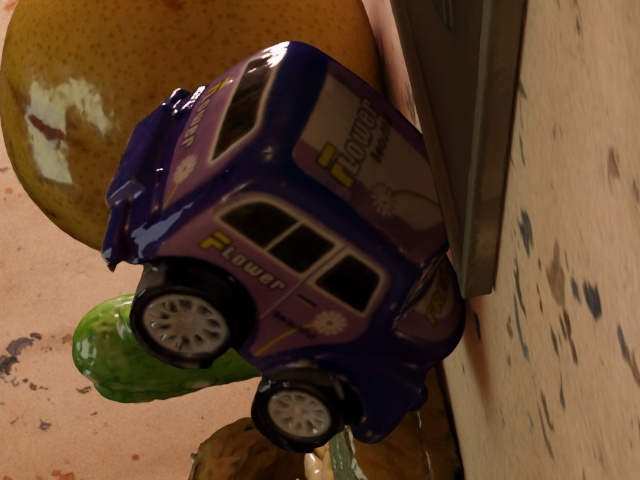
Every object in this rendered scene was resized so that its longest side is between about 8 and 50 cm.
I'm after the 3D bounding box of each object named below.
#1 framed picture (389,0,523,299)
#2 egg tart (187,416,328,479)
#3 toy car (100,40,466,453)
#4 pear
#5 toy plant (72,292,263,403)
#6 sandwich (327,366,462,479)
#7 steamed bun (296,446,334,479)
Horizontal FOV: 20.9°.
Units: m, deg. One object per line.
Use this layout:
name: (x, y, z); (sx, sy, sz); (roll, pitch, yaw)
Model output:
framed picture: (0.060, -0.146, 0.862); (0.324, 0.020, 0.240); (86, 174, -59)
egg tart: (-0.049, 0.374, 1.813); (0.388, 0.169, 0.388); (31, -133, -40)
toy car: (0.000, 0.000, 1.029); (0.235, 0.158, 0.172); (40, -141, -21)
pear: (-0.098, -0.117, 1.337); (0.314, 0.314, 0.314); (171, 90, -87)
toy plant: (-0.096, 0.104, 1.782); (0.224, 0.316, 0.184); (84, 177, -71)
sandwich: (0.047, 0.136, 1.360); (0.251, 0.087, 0.226); (89, 171, -70)
steamed bun: (0.036, 0.304, 1.645); (0.295, 0.137, 0.292); (-101, 4, -57)
